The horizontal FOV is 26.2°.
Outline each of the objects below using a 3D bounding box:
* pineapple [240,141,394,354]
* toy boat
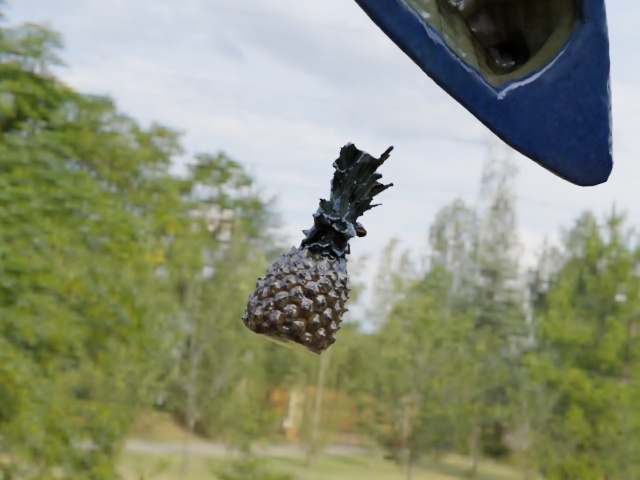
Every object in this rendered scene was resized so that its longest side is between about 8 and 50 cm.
[{"bbox_3d":[0.000,0.000,0.772,0.058,0.124,0.058,19,-9,3],"label":"pineapple"},{"bbox_3d":[0.013,-0.101,0.303,0.046,0.080,0.229,30,-22,51],"label":"toy boat"}]
